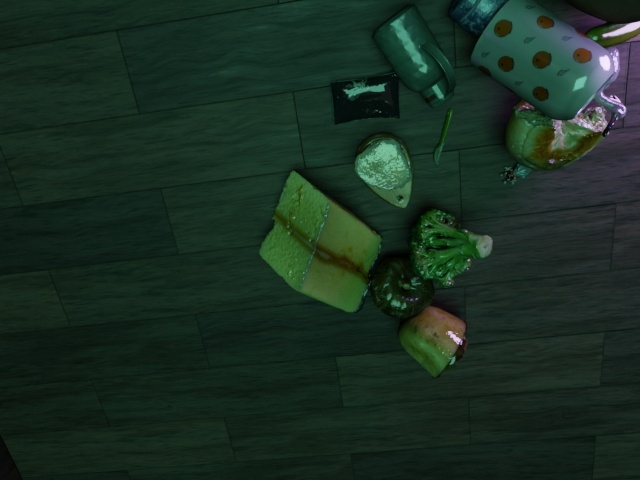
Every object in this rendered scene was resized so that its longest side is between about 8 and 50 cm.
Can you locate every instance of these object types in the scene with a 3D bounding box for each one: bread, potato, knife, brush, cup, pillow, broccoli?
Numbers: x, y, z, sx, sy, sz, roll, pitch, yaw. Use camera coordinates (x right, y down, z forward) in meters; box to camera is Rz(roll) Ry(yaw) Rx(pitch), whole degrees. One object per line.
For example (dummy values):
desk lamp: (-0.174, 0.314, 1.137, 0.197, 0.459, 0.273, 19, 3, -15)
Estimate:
bread: (0.019, 0.022, 1.662, 0.405, 0.242, 0.345, 20, 105, -46)
potato: (0.379, 0.329, 1.708, 0.243, 0.285, 0.242, 7, 111, 19)
bread: (0.681, -0.308, 1.464, 0.315, 0.171, 0.191, -5, 136, -12)
knife: (0.386, -0.324, 1.553, 0.026, 0.022, 0.184, 0, 116, -26)
brush: (0.217, -0.202, 1.537, 0.174, 0.166, 0.266, -27, 111, 13)
cup: (0.595, -0.476, 1.311, 0.317, 0.212, 0.212, 43, 110, 15)
pillow: (0.138, -0.433, 1.502, 0.209, 0.055, 0.141, -5, 117, 5)
broccoli: (0.424, 0.027, 1.573, 0.269, 0.269, 0.253, 3, 86, 2)

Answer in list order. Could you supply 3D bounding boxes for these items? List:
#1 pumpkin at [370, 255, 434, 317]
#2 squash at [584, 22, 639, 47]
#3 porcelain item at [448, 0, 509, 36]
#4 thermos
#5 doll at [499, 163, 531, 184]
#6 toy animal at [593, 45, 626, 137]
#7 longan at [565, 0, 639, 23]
pumpkin: (0.271, 0.155, 1.654, 0.219, 0.162, 0.218, 2, 72, -7)
squash: (0.830, -0.581, 1.362, 0.252, 0.066, 0.066, -22, 112, -15)
porcelain item: (0.432, -0.654, 1.347, 0.114, 0.147, 0.147, 33, 110, -10)
thermos: (0.287, -0.516, 1.399, 0.145, 0.182, 0.286, -42, 106, -10)
doll: (0.638, -0.222, 1.575, 0.114, 0.039, 0.057, -23, 67, 21)
toy animal: (0.795, -0.469, 1.405, 0.195, 0.090, 0.324, -29, 80, 0)
longan: (0.769, -0.721, 1.224, 0.362, 0.361, 0.360, 1, 113, 2)
